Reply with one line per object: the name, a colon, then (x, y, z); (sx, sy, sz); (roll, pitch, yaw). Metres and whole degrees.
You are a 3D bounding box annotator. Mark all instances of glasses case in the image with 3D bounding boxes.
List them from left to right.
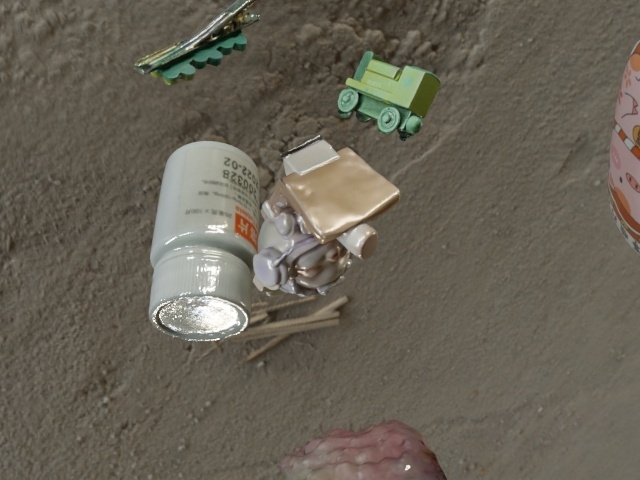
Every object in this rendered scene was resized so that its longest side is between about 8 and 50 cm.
glasses case: (0.302, -0.066, 0.497); (0.067, 0.103, 0.266); (-22, 142, 7)

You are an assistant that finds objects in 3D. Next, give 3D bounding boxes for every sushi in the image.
sushi: (0.034, 0.197, 0.348); (0.108, 0.161, 0.241); (-13, 161, -1)

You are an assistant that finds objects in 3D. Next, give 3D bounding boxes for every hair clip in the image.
hair clip: (-0.119, -0.202, 0.592); (0.173, 0.049, 0.049); (-46, 136, -33)

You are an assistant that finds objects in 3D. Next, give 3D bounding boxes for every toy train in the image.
toy train: (0.072, -0.161, 0.634); (0.050, 0.122, 0.081); (10, 110, -49)

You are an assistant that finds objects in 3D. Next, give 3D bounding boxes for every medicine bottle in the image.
medicine bottle: (-0.155, -0.002, 0.770); (0.145, 0.252, 0.144); (0, 142, 0)

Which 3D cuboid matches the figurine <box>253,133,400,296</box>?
figurine: (-0.003, -0.002, 0.667); (0.162, 0.141, 0.236); (-31, 163, -29)
